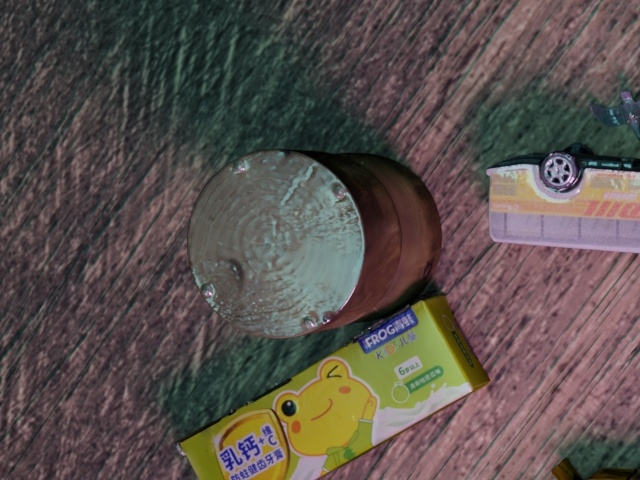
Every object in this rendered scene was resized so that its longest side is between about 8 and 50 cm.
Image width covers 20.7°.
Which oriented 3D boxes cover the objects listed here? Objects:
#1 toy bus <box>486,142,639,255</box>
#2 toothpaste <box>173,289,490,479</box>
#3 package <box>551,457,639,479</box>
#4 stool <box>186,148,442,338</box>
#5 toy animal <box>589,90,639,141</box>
[{"bbox_3d":[0.298,-0.037,1.720,0.268,0.092,0.106,4,102,19],"label":"toy bus"},{"bbox_3d":[0.013,0.178,1.832,0.327,0.077,0.110,-32,83,18],"label":"toothpaste"},{"bbox_3d":[0.297,0.248,1.735,0.131,0.071,0.047,3,95,18],"label":"package"},{"bbox_3d":[0.000,0.000,1.732,0.179,0.264,0.179,1,92,20],"label":"stool"},{"bbox_3d":[0.311,-0.123,1.742,0.084,0.028,0.050,-9,80,20],"label":"toy animal"}]
